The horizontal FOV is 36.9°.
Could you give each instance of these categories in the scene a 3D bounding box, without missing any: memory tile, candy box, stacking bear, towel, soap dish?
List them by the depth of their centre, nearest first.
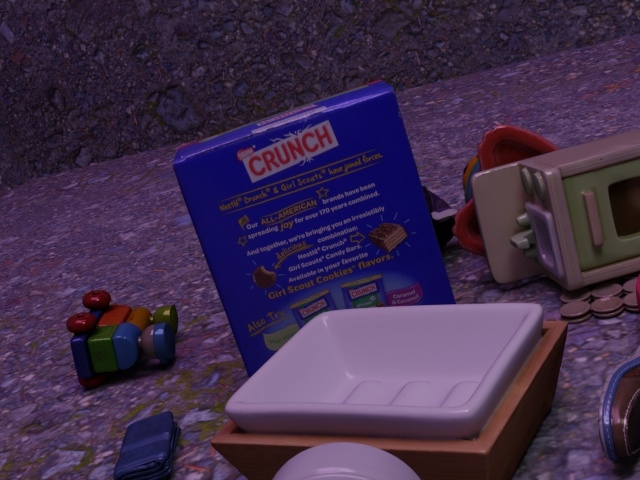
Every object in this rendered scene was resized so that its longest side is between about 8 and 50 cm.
[{"bbox_3d":[0.075,0.158,0.930,0.290,0.118,0.229,-6,20,34],"label":"soap dish"},{"bbox_3d":[-0.197,0.240,1.096,0.067,0.029,0.119,-17,18,2],"label":"towel"},{"bbox_3d":[0.357,0.060,1.133,0.147,0.012,0.113,-11,18,19],"label":"memory tile"},{"bbox_3d":[0.000,0.000,1.153,0.268,0.317,0.122,-18,17,-2],"label":"candy box"},{"bbox_3d":[0.276,-0.073,1.392,0.164,0.176,0.289,17,9,0],"label":"stacking bear"}]

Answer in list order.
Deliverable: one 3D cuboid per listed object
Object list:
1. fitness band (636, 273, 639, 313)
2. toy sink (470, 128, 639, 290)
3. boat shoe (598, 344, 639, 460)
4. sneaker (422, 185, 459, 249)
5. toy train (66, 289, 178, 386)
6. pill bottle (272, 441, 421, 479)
[{"bbox_3d":[0.474,0.035,1.013,0.290,0.054,0.209,-23,19,-22],"label":"fitness band"},{"bbox_3d":[0.322,-0.033,1.179,0.234,0.153,0.131,-14,10,-1],"label":"toy sink"},{"bbox_3d":[0.304,0.135,0.860,0.066,0.066,0.183,-2,23,38],"label":"boat shoe"},{"bbox_3d":[0.097,-0.041,1.361,0.107,0.124,0.283,-51,-20,15],"label":"sneaker"},{"bbox_3d":[-0.278,0.121,1.441,0.143,0.105,0.248,-6,18,4],"label":"toy train"},{"bbox_3d":[0.004,0.261,0.611,0.160,0.160,0.283,-14,17,13],"label":"pill bottle"}]
